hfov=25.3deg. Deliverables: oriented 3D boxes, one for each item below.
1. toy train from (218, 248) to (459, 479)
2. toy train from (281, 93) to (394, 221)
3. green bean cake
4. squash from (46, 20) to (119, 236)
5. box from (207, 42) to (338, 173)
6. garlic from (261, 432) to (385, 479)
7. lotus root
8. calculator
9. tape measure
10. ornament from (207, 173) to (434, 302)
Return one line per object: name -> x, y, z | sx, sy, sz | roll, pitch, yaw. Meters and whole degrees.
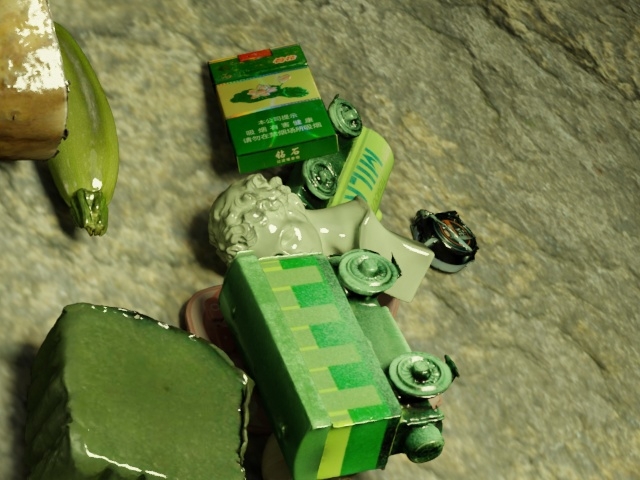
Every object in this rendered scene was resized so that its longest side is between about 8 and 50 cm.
toy train -> 0.020, 0.129, 1.544 | 0.202, 0.120, 0.301 | -7, 44, -21
toy train -> 0.025, -0.077, 1.893 | 0.157, 0.105, 0.253 | 44, 37, -19
green bean cake -> -0.181, 0.184, 1.440 | 0.223, 0.125, 0.227 | 19, 41, -23
squash -> -0.289, -0.136, 1.685 | 0.094, 0.094, 0.341 | 5, 48, -38
box -> -0.065, -0.177, 1.863 | 0.132, 0.034, 0.235 | -13, 39, -5
garlic -> -0.008, 0.271, 1.528 | 0.124, 0.099, 0.174 | 21, 43, -13
lotus root -> -0.397, -0.204, 1.550 | 0.192, 0.272, 0.272 | -9, 60, -33
calculator -> -0.018, 0.139, 1.688 | 0.330, 0.048, 0.220 | 2, 53, -36
tape measure -> 0.172, -0.001, 1.974 | 0.091, 0.054, 0.094 | 5, 44, -36
ornament -> 0.001, -0.006, 1.729 | 0.285, 0.120, 0.130 | 10, 5, -23
